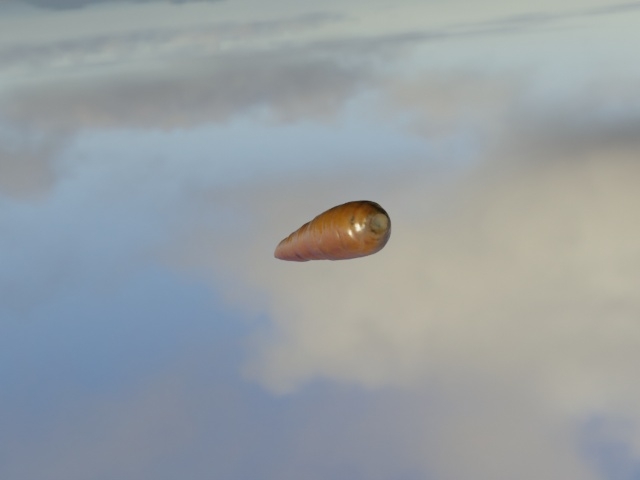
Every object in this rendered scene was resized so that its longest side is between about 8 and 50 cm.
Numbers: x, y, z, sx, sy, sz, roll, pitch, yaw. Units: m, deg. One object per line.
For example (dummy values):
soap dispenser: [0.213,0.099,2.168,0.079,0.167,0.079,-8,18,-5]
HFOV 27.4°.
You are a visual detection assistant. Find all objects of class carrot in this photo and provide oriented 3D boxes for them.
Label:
carrot: [0.000,0.000,1.112,0.048,0.048,0.216,-10,177,-25]
